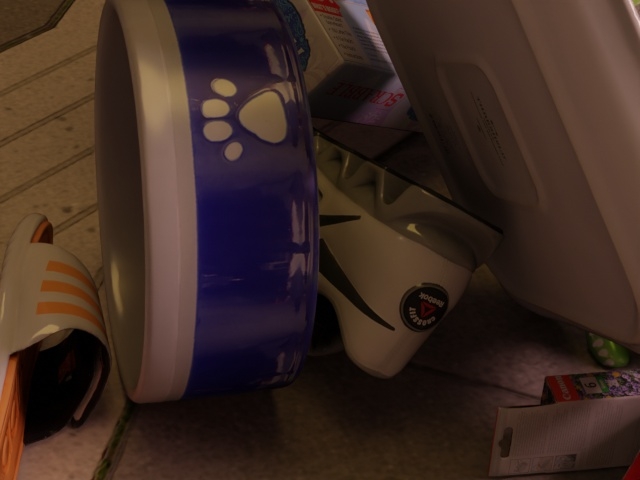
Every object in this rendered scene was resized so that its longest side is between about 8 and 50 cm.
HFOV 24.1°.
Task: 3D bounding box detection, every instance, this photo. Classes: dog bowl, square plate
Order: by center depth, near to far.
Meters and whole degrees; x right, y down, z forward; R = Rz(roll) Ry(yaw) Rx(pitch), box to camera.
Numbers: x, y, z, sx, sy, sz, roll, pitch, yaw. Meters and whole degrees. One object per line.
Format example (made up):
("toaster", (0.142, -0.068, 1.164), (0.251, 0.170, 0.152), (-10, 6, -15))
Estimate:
("square plate", (0.122, -0.073, 0.920), (0.049, 0.347, 0.344), (-27, 13, -10))
("dog bowl", (-0.082, -0.029, 0.980), (0.104, 0.265, 0.265), (-3, 34, -14))

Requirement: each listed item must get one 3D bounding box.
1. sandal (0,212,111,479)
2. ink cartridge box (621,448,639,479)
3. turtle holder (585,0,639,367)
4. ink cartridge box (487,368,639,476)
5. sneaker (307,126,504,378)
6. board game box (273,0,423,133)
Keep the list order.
("sandal", (-0.172, 0.094, 0.950), (0.076, 0.102, 0.265), (3, 42, -3))
("ink cartridge box", (0.308, 0.156, 0.815), (0.272, 0.130, 0.309), (29, 41, 14))
("turtle holder", (0.282, -0.074, 1.110), (0.243, 0.227, 0.320), (9, 35, 9))
("ink cartridge box", (0.163, 0.117, 0.963), (0.115, 0.063, 0.029), (-3, 36, -10))
("sneaker", (0.000, 0.000, 1.076), (0.122, 0.146, 0.330), (26, 5, -22))
("board game box", (-0.007, -0.235, 1.216), (0.318, 0.066, 0.318), (2, 55, -61))
